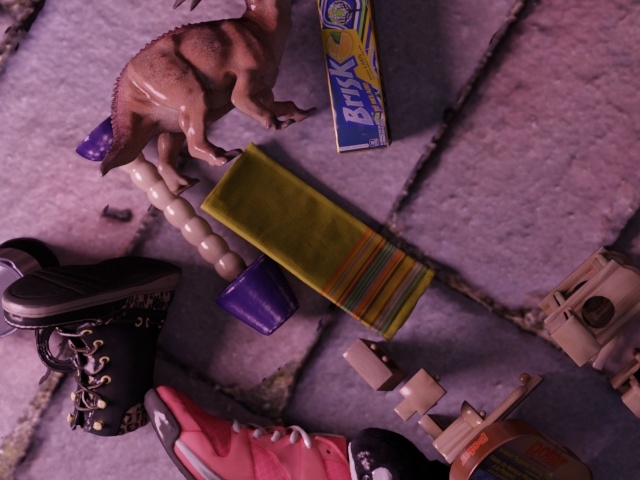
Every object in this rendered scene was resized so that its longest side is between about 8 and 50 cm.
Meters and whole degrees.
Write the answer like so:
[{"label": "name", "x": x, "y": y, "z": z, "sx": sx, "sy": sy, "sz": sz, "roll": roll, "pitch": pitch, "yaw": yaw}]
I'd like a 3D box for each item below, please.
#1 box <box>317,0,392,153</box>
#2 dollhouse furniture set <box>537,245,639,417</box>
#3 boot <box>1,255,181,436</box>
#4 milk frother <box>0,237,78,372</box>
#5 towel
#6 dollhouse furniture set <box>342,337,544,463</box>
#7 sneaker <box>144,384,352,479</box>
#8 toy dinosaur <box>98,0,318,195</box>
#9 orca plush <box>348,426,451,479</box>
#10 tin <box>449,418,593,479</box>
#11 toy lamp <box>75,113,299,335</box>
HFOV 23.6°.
[{"label": "box", "x": 0.034, "y": -0.174, "z": 1.542, "sx": 0.054, "sy": 0.059, "sz": 0.168, "roll": -8, "pitch": 97, "yaw": 7}, {"label": "dollhouse furniture set", "x": 0.310, "y": 0.100, "z": 1.500, "sx": 0.101, "sy": 0.182, "sz": 0.161, "roll": -43, "pitch": 93, "yaw": 8}, {"label": "boot", "x": -0.229, "y": 0.115, "z": 1.523, "sx": 0.085, "sy": 0.236, "sz": 0.178, "roll": 16, "pitch": 105, "yaw": 28}, {"label": "milk frother", "x": -0.295, "y": 0.075, "z": 1.560, "sx": 0.143, "sy": 0.135, "sz": 0.129, "roll": 14, "pitch": 99, "yaw": 2}, {"label": "towel", "x": 0.000, "y": 0.000, "z": 1.556, "sx": 0.237, "sy": 0.102, "sz": 0.021, "roll": 35, "pitch": 143, "yaw": -1}, {"label": "dollhouse furniture set", "x": 0.128, "y": 0.129, "z": 1.550, "sx": 0.123, "sy": 0.144, "sz": 0.151, "roll": -45, "pitch": 78, "yaw": 3}, {"label": "sneaker", "x": -0.044, "y": 0.234, "z": 1.590, "sx": 0.314, "sy": 0.116, "sz": 0.136, "roll": 42, "pitch": 86, "yaw": -12}, {"label": "toy dinosaur", "x": -0.120, "y": -0.173, "z": 1.494, "sx": 0.296, "sy": 0.127, "sz": 0.200, "roll": -33, "pitch": 93, "yaw": -15}, {"label": "orca plush", "x": 0.123, "y": 0.320, "z": 1.550, "sx": 0.151, "sy": 0.102, "sz": 0.287, "roll": -18, "pitch": 98, "yaw": -37}, {"label": "tin", "x": 0.204, "y": 0.242, "z": 1.547, "sx": 0.106, "sy": 0.040, "sz": 0.190, "roll": -46, "pitch": 134, "yaw": 10}, {"label": "toy lamp", "x": -0.130, "y": -0.016, "z": 1.566, "sx": 0.080, "sy": 0.080, "sz": 0.274, "roll": -42, "pitch": 94, "yaw": 8}]
